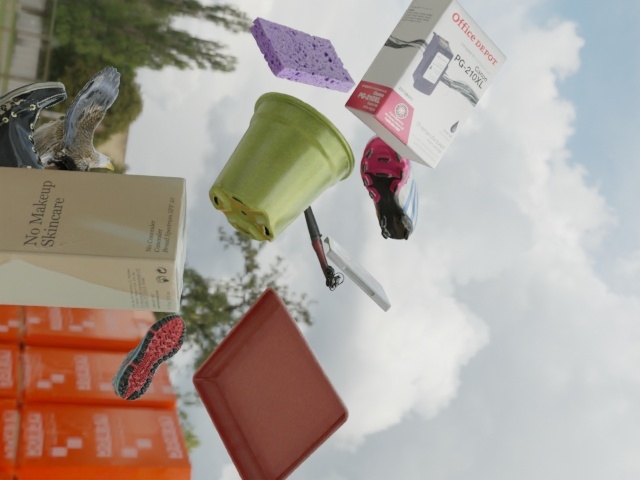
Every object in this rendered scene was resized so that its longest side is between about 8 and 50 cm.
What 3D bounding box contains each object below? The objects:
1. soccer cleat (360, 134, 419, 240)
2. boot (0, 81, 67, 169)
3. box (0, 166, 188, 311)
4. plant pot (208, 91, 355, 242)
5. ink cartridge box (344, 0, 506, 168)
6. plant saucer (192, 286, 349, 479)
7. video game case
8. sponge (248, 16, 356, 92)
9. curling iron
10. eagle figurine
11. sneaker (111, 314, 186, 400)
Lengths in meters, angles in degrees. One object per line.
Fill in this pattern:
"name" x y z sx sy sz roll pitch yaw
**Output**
"soccer cleat" 0.165 -0.145 1.860 0.331 0.116 0.143 76 25 -47
"boot" -0.547 -0.188 1.494 0.085 0.236 0.179 -29 -87 48
"box" -0.333 -0.002 1.035 0.121 0.311 0.148 100 -10 -52
"plant pot" -0.104 -0.143 1.783 0.254 0.276 0.276 -54 -167 -22
"ink cartridge box" 0.181 -0.272 1.360 0.237 0.172 0.100 -57 -143 -2
"plant saucer" -0.079 0.253 1.312 0.259 0.047 0.258 -50 -122 28
"video game case" 0.081 0.071 1.808 0.023 0.183 0.201 -46 -172 5
"sponge" -0.031 -0.337 1.469 0.031 0.210 0.117 -39 -113 31
"curling iron" 0.000 0.000 2.067 0.068 0.035 0.274 -10 -79 52
"eagle figurine" -0.540 -0.221 1.769 0.225 0.226 0.298 92 -13 -68
"sneaker" -0.470 0.299 2.135 0.262 0.104 0.125 -52 -153 -22
